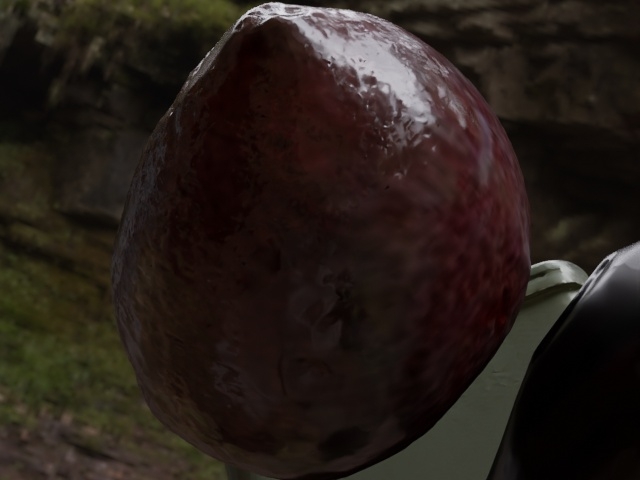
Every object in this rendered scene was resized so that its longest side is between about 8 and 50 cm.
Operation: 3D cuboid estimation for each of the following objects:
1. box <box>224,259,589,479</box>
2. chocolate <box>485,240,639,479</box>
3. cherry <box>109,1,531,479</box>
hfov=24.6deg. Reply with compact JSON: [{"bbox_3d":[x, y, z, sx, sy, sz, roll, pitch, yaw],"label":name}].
[{"bbox_3d":[0.117,0.238,1.194,0.352,0.343,0.177,-20,-41,2],"label":"box"},{"bbox_3d":[0.249,0.154,0.760,0.331,0.383,0.383,35,-24,10],"label":"chocolate"},{"bbox_3d":[0.000,0.000,0.749,0.203,0.230,0.300,37,-24,27],"label":"cherry"}]
